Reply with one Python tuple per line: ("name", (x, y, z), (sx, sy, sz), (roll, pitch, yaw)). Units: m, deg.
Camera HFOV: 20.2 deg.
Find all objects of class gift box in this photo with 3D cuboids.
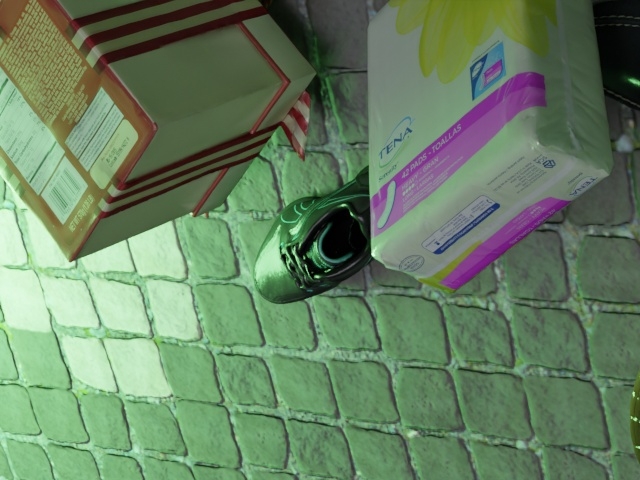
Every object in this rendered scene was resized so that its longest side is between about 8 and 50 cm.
("gift box", (-0.172, -0.135, 1.788), (0.276, 0.258, 0.255), (54, 134, 10))

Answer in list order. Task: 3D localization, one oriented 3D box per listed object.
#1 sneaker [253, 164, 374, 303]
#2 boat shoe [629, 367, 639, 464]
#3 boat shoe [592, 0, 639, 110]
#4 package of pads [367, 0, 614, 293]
("sneaker", (0.000, 0.000, 1.846), (0.101, 0.106, 0.267), (51, 135, -1))
("boat shoe", (0.364, 0.213, 1.705), (0.104, 0.089, 0.285), (28, 135, 51))
("boat shoe", (0.330, -0.137, 1.521), (0.302, 0.091, 0.114), (14, 123, 31))
("package of pads", (0.137, -0.127, 1.559), (0.101, 0.296, 0.229), (21, 141, -27))
